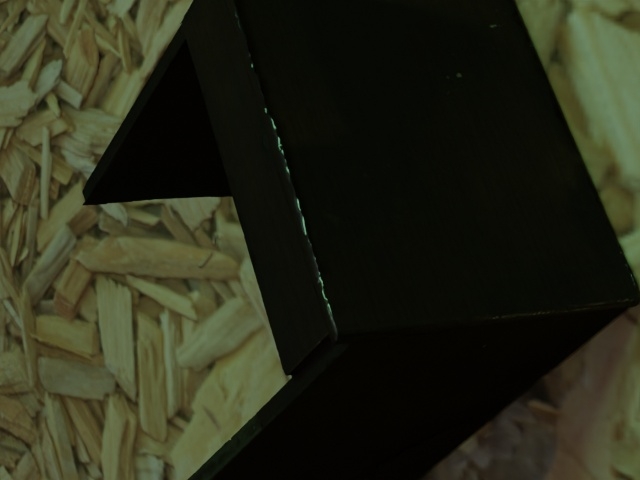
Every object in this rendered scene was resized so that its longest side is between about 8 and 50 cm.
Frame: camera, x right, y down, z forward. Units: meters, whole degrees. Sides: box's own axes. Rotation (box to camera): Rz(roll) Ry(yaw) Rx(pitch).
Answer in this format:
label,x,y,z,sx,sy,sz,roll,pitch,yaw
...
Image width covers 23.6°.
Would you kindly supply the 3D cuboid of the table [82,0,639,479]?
label,x,y,z,sx,sy,sz,roll,pitch,yaw
table,0.000,0.000,0.930,0.282,0.196,0.250,-49,53,51
